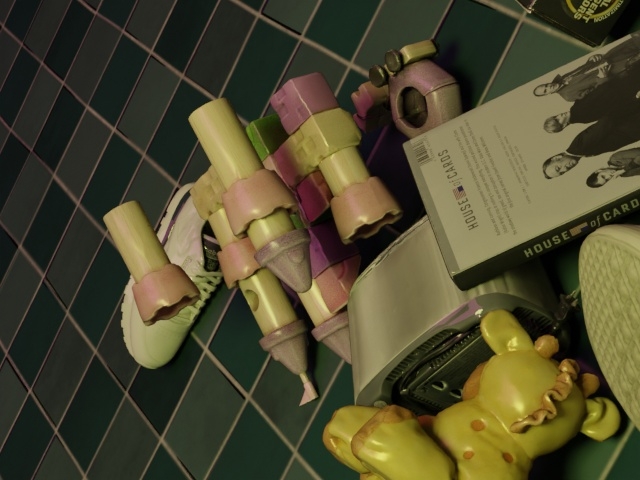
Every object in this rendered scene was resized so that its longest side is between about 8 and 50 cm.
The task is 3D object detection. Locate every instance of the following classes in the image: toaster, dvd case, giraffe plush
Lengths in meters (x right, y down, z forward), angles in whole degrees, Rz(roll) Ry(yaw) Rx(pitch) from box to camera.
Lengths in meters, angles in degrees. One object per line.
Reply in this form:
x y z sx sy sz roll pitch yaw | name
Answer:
0.119 0.064 1.239 0.227 0.129 0.146 -44 38 30 | toaster
0.198 -0.072 1.184 0.239 0.029 0.179 -26 42 10 | dvd case
0.133 0.152 1.125 0.170 0.181 0.210 -51 32 -14 | giraffe plush

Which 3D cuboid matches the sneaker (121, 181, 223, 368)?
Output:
-0.162 0.045 1.685 0.095 0.090 0.235 18 89 47 | sneaker

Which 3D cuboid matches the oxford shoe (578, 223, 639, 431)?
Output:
0.316 0.088 0.964 0.449 0.130 0.169 -146 42 -66 | oxford shoe

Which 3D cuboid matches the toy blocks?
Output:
0.000 0.000 1.407 0.260 0.309 0.288 61 143 10 | toy blocks

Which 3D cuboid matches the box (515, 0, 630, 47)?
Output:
0.235 -0.397 1.326 0.318 0.097 0.395 -59 28 17 | box
